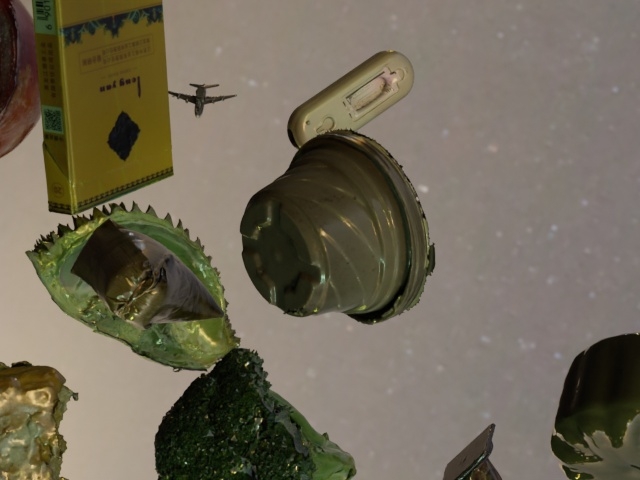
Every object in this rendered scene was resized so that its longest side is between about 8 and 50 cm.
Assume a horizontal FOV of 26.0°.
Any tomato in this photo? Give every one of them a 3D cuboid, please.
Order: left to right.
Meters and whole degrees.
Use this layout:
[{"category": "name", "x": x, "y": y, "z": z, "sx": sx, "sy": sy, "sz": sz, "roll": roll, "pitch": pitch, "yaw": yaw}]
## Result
[{"category": "tomato", "x": -0.404, "y": -0.185, "z": 1.642, "sx": 0.233, "sy": 0.139, "sz": 0.200, "roll": -37, "pitch": -114, "yaw": 21}]

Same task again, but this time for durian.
[{"category": "durian", "x": -0.272, "y": 0.069, "z": 2.181, "sx": 0.163, "sy": 0.394, "sz": 0.198, "roll": -36, "pitch": -149, "yaw": 29}]

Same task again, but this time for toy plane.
[{"category": "toy plane", "x": -0.132, "y": -0.157, "z": 1.535, "sx": 0.084, "sy": 0.078, "sz": 0.024, "roll": -88, "pitch": -179, "yaw": -67}]

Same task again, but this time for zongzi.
[{"category": "zongzi", "x": -0.170, "y": 0.071, "z": 1.605, "sx": 0.094, "sy": 0.204, "sz": 0.205, "roll": -56, "pitch": -156, "yaw": -1}]

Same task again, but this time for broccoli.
[{"category": "broccoli", "x": -0.095, "y": 0.308, "z": 1.843, "sx": 0.308, "sy": 0.275, "sz": 0.308, "roll": -18, "pitch": -114, "yaw": 47}]

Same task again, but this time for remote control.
[{"category": "remote control", "x": 0.048, "y": -0.203, "z": 2.044, "sx": 0.221, "sy": 0.078, "sz": 0.042, "roll": -36, "pitch": -157, "yaw": -17}]

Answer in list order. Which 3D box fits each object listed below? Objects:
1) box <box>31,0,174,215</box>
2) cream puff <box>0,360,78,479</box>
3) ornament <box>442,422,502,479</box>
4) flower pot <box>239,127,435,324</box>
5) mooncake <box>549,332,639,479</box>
[{"category": "box", "x": -0.206, "y": -0.177, "z": 1.321, "sx": 0.153, "sy": 0.041, "sz": 0.279, "roll": -29, "pitch": 124, "yaw": -54}, {"category": "cream puff", "x": -0.400, "y": 0.259, "z": 1.715, "sx": 0.194, "sy": 0.194, "sz": 0.221, "roll": 163, "pitch": -70, "yaw": -69}, {"category": "ornament", "x": 0.225, "y": 0.317, "z": 1.578, "sx": 0.081, "sy": 0.203, "sz": 0.088, "roll": -39, "pitch": -173, "yaw": 22}, {"category": "flower pot", "x": 0.000, "y": 0.000, "z": 1.561, "sx": 0.235, "sy": 0.140, "sz": 0.235, "roll": 28, "pitch": -51, "yaw": 42}, {"category": "mooncake", "x": 0.558, "y": 0.313, "z": 2.283, "sx": 0.351, "sy": 0.351, "sz": 0.187, "roll": -47, "pitch": -164, "yaw": 50}]
